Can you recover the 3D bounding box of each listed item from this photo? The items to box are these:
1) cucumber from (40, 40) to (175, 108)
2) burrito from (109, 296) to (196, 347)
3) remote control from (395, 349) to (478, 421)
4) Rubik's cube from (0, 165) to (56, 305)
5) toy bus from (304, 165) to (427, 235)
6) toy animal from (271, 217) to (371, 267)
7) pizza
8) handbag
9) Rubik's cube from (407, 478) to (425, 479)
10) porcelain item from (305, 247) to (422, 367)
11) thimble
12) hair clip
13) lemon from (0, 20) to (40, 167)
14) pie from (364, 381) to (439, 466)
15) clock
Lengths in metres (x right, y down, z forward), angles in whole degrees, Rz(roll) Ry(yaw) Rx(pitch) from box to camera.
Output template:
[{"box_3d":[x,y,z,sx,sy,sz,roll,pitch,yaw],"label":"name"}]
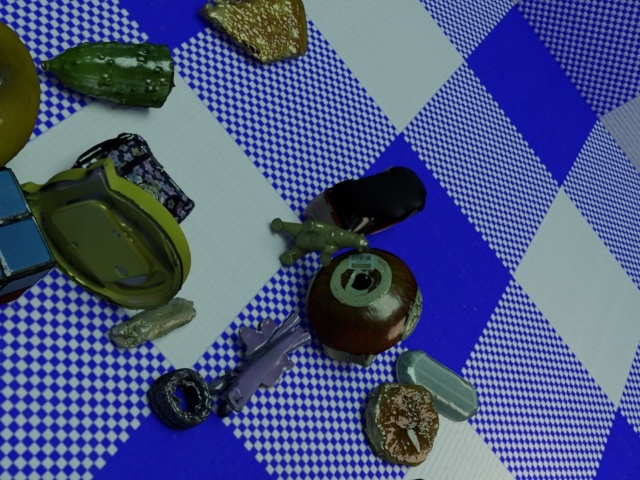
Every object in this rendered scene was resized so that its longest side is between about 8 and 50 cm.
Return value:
[{"box_3d":[-0.413,-0.328,1.667,0.245,0.134,0.134,-3,70,-33],"label":"cucumber"},{"box_3d":[-0.295,0.147,1.561,0.188,0.045,0.058,-24,92,-48],"label":"burrito"},{"box_3d":[0.269,0.331,1.974,0.247,0.052,0.104,33,54,-27],"label":"remote control"},{"box_3d":[-0.540,0.012,1.315,0.167,0.180,0.183,-21,81,-46],"label":"Rubik's cube"},{"box_3d":[0.105,-0.078,1.973,0.303,0.147,0.127,-21,82,-48],"label":"toy bus"},{"box_3d":[0.000,0.000,1.809,0.101,0.219,0.103,-5,93,-41],"label":"toy animal"},{"box_3d":[-0.150,-0.504,2.031,0.297,0.071,0.189,-13,90,-42],"label":"pizza"},{"box_3d":[-0.354,-0.082,1.575,0.207,0.127,0.229,52,51,-8],"label":"handbag"},{"box_3d":[0.004,0.610,1.357,0.359,0.363,0.362,-11,80,-41],"label":"Rubik's cube"},{"box_3d":[0.094,0.147,1.828,0.253,0.253,0.252,21,55,-33],"label":"porcelain item"},{"box_3d":[-0.244,0.278,1.524,0.104,0.066,0.095,47,46,-17],"label":"thimble"},{"box_3d":[-0.125,0.232,1.649,0.137,0.090,0.278,57,39,-9],"label":"hair clip"},{"box_3d":[-0.582,-0.223,1.337,0.297,0.297,0.297,21,55,-33],"label":"lemon"},{"box_3d":[0.176,0.392,1.844,0.195,0.046,0.195,9,74,-33],"label":"pie"},{"box_3d":[-0.343,-0.010,1.431,0.293,0.277,0.071,64,35,-31],"label":"clock"}]
